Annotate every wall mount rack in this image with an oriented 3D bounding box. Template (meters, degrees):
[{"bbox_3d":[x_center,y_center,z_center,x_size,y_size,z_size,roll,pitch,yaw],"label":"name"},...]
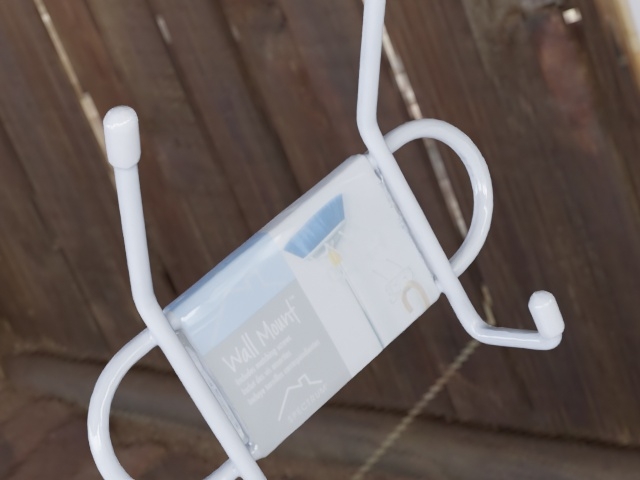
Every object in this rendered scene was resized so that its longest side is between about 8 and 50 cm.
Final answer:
[{"bbox_3d":[0.000,0.000,0.920,0.350,0.304,0.130,-41,23,-29],"label":"wall mount rack"}]
